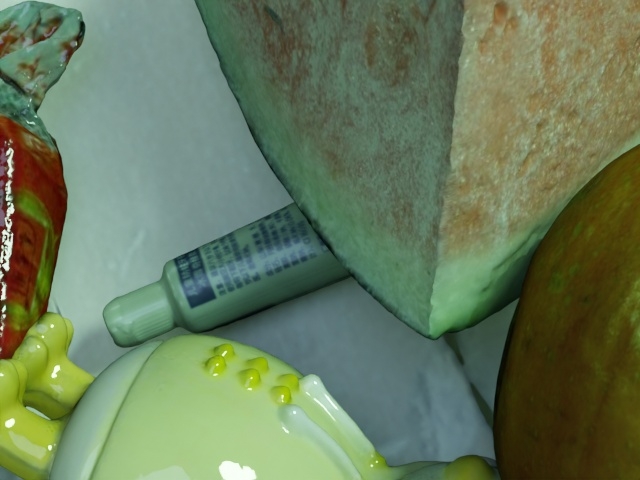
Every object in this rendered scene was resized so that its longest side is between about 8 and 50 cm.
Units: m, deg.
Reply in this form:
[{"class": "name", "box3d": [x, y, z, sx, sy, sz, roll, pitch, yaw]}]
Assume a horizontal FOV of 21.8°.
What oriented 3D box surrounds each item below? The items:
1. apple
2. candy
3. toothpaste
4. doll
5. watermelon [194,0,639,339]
[{"class": "apple", "box3d": [0.177, 0.068, 0.629, 0.237, 0.237, 0.207, 29, 88, 17]}, {"class": "candy", "box3d": [-0.170, 0.016, 0.796, 0.086, 0.059, 0.292, 4, 73, 13]}, {"class": "toothpaste", "box3d": [0.000, 0.000, 0.782, 0.216, 0.037, 0.062, -24, 65, -2]}, {"class": "doll", "box3d": [-0.004, 0.107, 0.703, 0.296, 0.141, 0.117, 10, 107, 9]}, {"class": "watermelon", "box3d": [0.095, -0.121, 0.695, 0.283, 0.292, 0.250, -27, 91, -3]}]
